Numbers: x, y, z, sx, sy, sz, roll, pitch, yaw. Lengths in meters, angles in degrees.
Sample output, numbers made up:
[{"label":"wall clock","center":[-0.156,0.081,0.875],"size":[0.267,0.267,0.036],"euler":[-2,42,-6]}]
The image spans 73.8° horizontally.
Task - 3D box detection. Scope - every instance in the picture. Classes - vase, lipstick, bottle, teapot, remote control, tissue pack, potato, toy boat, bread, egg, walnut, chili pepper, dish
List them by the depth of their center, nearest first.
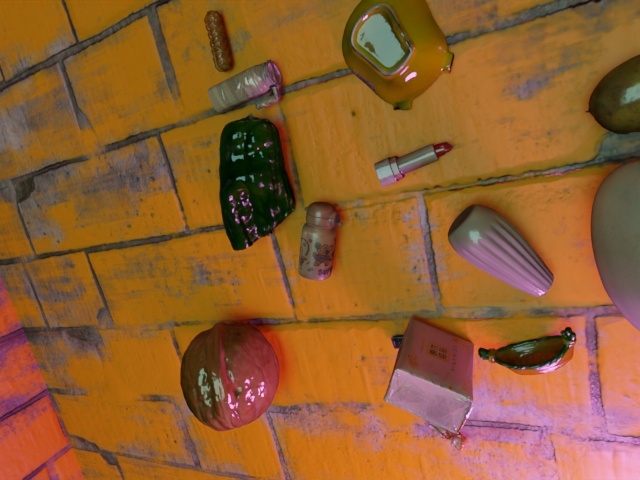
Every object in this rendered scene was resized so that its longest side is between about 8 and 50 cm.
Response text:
[{"label":"potato","center":[0.625,-0.274,0.773],"size":[0.251,0.113,0.149],"euler":[-10,110,37]},{"label":"egg","center":[0.644,0.026,0.792],"size":[0.230,0.230,0.370],"euler":[-22,91,30]},{"label":"dish","center":[0.153,-0.431,0.947],"size":[0.221,0.108,0.262],"euler":[-38,88,31]},{"label":"vase","center":[0.414,0.029,0.969],"size":[0.248,0.128,0.128],"euler":[39,119,0]},{"label":"toy boat","center":[0.500,0.268,1.022],"size":[0.230,0.089,0.088],"euler":[-28,107,34]},{"label":"lipstick","center":[0.228,-0.192,1.024],"size":[0.186,0.057,0.063],"euler":[-19,98,24]},{"label":"tissue pack","center":[0.278,0.324,1.060],"size":[0.185,0.225,0.124],"euler":[19,117,12]},{"label":"teapot","center":[-0.195,-0.397,1.145],"size":[0.201,0.077,0.107],"euler":[-13,104,29]},{"label":"bread","center":[-0.277,-0.538,1.155],"size":[0.052,0.044,0.157],"euler":[-4,104,33]},{"label":"bottle","center":[0.000,0.000,1.169],"size":[0.110,0.097,0.209],"euler":[17,113,23]},{"label":"chili pepper","center":[-0.192,-0.150,1.173],"size":[0.213,0.167,0.384],"euler":[10,112,25]},{"label":"remote control","center":[0.247,0.280,1.192],"size":[0.096,0.014,0.039],"euler":[-14,101,28]},{"label":"walnut","center":[-0.284,0.417,1.343],"size":[0.333,0.333,0.332],"euler":[8,110,23]}]

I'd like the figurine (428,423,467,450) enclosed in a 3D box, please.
[{"label":"figurine","center":[0.362,0.547,1.208],"size":[0.109,0.047,0.064],"euler":[27,124,26]}]
